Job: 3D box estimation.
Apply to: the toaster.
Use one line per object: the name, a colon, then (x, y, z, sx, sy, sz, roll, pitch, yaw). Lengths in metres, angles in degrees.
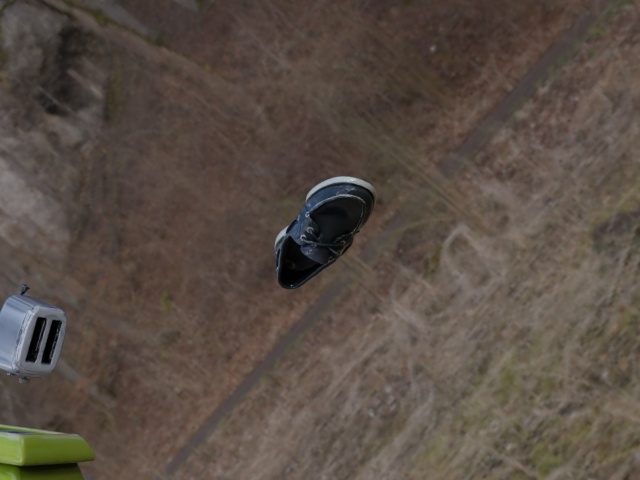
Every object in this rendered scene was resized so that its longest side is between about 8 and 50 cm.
toaster: (-0.695, 0.225, 2.226, 0.146, 0.129, 0.227, 12, 85, 46)

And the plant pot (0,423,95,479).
plant pot: (-0.452, 0.364, 1.289, 0.228, 0.227, 0.207, 37, -122, -70)

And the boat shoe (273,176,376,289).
boat shoe: (-0.004, -0.001, 1.719, 0.340, 0.127, 0.113, -36, 35, 52)
